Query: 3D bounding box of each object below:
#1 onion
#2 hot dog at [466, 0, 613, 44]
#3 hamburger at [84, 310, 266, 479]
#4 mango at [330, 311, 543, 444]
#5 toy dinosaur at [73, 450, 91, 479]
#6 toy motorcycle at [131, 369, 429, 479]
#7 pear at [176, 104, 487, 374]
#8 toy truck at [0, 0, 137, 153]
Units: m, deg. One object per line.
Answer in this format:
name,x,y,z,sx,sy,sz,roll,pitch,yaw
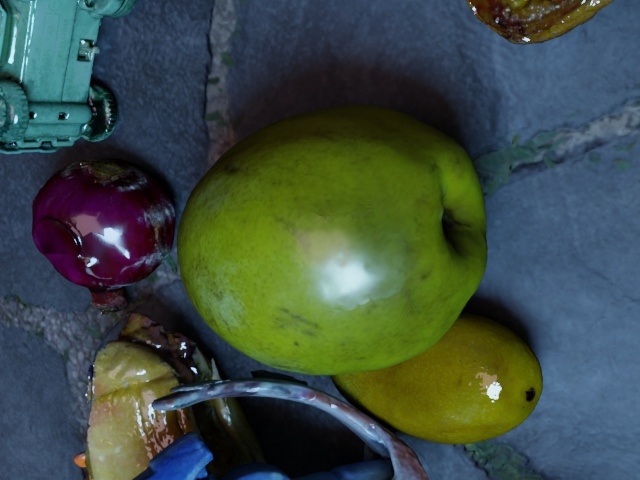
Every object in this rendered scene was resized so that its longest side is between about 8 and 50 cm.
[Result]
onion,-0.261,0.007,0.862,0.173,0.135,0.198,13,107,24
hot dog,0.215,-0.271,0.622,0.160,0.099,0.227,49,117,8
hamburger,-0.165,0.252,0.860,0.245,0.155,0.282,25,106,13
mango,0.112,0.139,0.750,0.227,0.099,0.136,-5,103,32
toy dinosaur,-0.273,0.327,0.970,0.117,0.070,0.288,8,100,33
toy motorcycle,-0.061,0.264,0.744,0.182,0.319,0.241,116,149,-50
pear,0.000,0.000,0.691,0.307,0.253,0.253,-1,100,33
toy truck,-0.318,-0.237,0.831,0.156,0.155,0.279,26,110,27
